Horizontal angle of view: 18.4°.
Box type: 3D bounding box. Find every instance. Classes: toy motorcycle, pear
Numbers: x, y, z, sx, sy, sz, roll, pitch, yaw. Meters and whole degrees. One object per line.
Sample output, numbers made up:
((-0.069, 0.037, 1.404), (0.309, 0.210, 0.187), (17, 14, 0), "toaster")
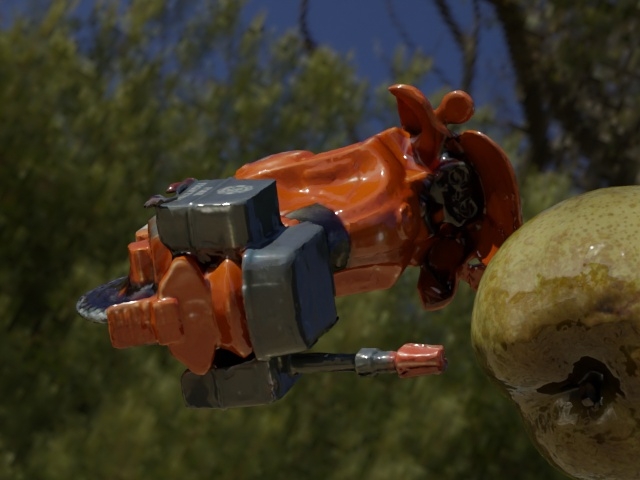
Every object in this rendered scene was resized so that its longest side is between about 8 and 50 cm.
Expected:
((0.000, 0.000, 1.188), (0.221, 0.325, 0.148), (-5, -75, 22), "toy motorcycle")
((0.164, 0.054, 1.038), (0.167, 0.136, 0.167), (11, -63, 22), "pear")
